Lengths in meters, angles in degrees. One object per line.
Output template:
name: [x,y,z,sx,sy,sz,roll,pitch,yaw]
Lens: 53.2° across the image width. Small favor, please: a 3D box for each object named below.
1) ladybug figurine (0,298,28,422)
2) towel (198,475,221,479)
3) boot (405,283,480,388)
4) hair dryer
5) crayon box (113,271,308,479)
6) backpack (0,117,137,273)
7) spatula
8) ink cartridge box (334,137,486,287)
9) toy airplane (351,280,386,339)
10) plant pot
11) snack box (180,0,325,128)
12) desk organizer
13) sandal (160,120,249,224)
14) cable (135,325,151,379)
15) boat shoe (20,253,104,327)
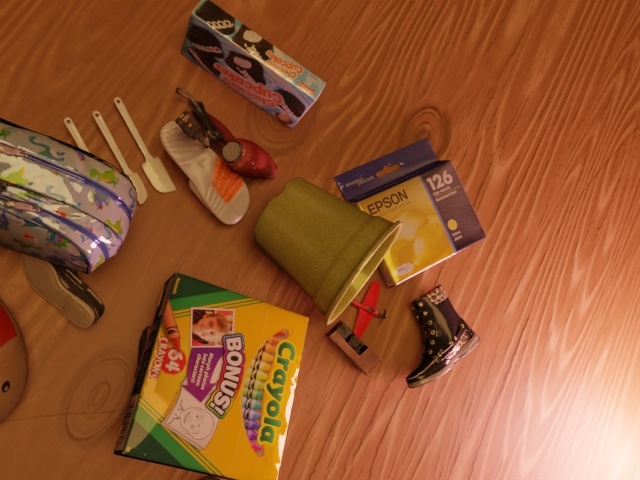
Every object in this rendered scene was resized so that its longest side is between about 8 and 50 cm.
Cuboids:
ladybug figurine: [-0.747,0.175,1.165,0.449,0.162,0.305,43,70,-7]
towel: [-0.248,0.604,1.222,0.121,0.235,0.284,45,69,-10]
boot: [0.261,0.231,1.554,0.236,0.085,0.178,-31,89,-28]
hair dryer: [-0.199,-0.233,1.441,0.080,0.223,0.293,-40,120,16]
crayon box: [-0.211,0.289,1.319,0.313,0.106,0.363,21,65,-21]
backpack: [-0.537,-0.086,1.224,0.355,0.290,0.273,9,65,-24]
spatula: [-0.445,-0.185,1.403,0.168,0.019,0.242,-31,95,-27]
ink cartridge box: [0.233,-0.083,1.614,0.303,0.072,0.307,-25,91,-22]
toy airplane: [0.095,0.154,1.538,0.151,0.028,0.151,3,80,-19]
plant pot: [0.000,0.000,1.418,0.254,0.276,0.276,37,69,10]
snack box: [-0.160,-0.397,1.470,0.322,0.187,0.060,33,71,-10]
desk organizer: [0.077,0.250,1.498,0.050,0.047,0.130,-44,96,-6]
sandal: [-0.262,-0.155,1.442,0.102,0.076,0.265,-43,107,-18]
cable: [-0.316,0.271,1.367,0.150,0.047,0.184,6,73,-23]
boat shoe: [-0.532,0.092,1.324,0.206,0.075,0.065,46,26,0]
